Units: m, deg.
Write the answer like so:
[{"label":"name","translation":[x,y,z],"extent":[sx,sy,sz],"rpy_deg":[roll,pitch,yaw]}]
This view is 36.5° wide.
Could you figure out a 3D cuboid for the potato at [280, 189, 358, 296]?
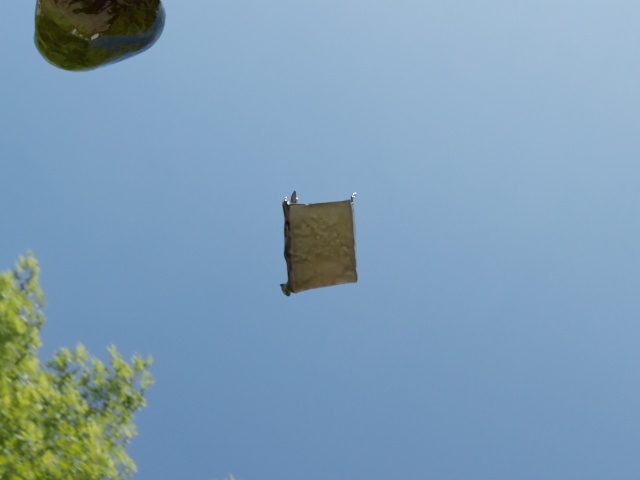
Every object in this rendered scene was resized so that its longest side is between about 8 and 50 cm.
[{"label":"potato","translation":[0.000,0.000,0.791],"extent":[0.061,0.122,0.086],"rpy_deg":[-1,-90,2]}]

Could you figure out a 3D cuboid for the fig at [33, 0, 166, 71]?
[{"label":"fig","translation":[-0.263,-0.262,1.099],"extent":[0.166,0.154,0.144],"rpy_deg":[-41,-130,24]}]
